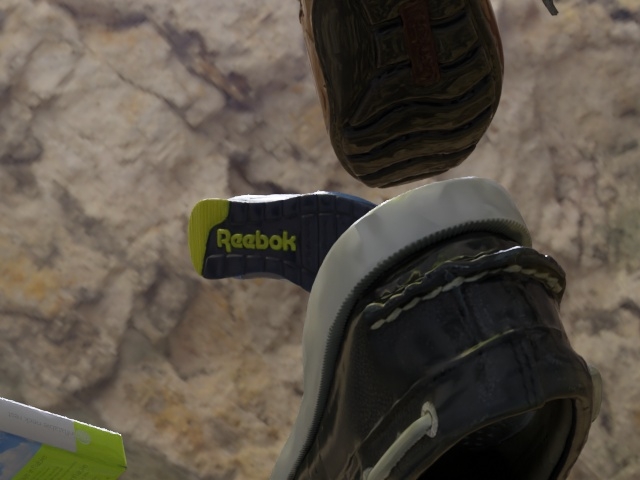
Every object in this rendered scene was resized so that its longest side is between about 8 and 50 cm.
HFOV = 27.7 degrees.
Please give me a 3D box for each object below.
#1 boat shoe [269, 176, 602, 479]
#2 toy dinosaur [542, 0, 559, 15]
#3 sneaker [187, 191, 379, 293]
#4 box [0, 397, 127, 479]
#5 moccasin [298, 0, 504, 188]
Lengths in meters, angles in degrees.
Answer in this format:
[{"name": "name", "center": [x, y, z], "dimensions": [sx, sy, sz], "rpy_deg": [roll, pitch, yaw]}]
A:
[{"name": "boat shoe", "center": [0.042, 0.104, 0.527], "dimensions": [0.114, 0.302, 0.091], "rpy_deg": [-18, -124, -9]}, {"name": "toy dinosaur", "center": [0.080, -0.124, 0.425], "dimensions": [0.047, 0.090, 0.082], "rpy_deg": [-25, -165, 3]}, {"name": "sneaker", "center": [0.000, 0.000, 0.649], "dimensions": [0.144, 0.059, 0.053], "rpy_deg": [10, -82, 40]}, {"name": "box", "center": [-0.266, 0.186, 1.087], "dimensions": [0.109, 0.178, 0.042], "rpy_deg": [-45, -140, 24]}, {"name": "moccasin", "center": [0.034, -0.170, 0.864], "dimensions": [0.139, 0.380, 0.147], "rpy_deg": [-19, -125, 6]}]
